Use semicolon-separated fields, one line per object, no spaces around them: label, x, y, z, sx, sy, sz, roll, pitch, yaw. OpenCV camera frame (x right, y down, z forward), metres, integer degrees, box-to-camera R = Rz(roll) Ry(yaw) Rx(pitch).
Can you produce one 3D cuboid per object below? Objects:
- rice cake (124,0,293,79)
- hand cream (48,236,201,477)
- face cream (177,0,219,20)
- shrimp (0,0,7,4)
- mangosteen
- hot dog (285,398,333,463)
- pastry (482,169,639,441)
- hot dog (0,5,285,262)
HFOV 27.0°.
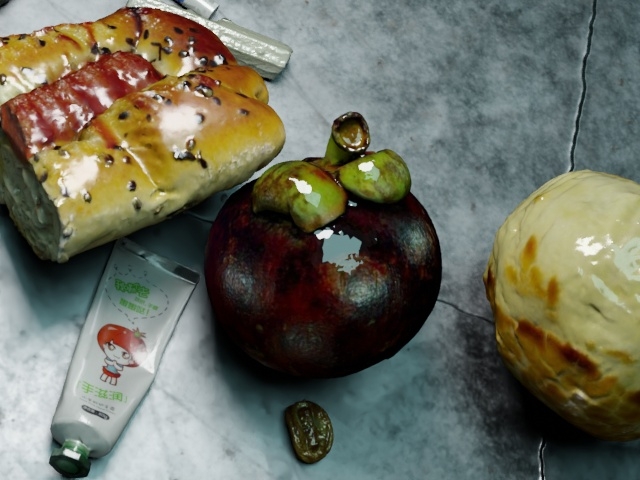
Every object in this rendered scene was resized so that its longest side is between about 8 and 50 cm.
rice cake;-0.163;-0.302;1.945;0.256;0.052;0.057;20;36;-11
hand cream;-0.258;0.144;1.685;0.121;0.076;0.336;27;52;-10
face cream;-0.210;-0.374;1.969;0.130;0.034;0.034;37;57;-3
shrimp;-0.502;-0.334;1.771;0.221;0.166;0.410;22;37;28
mangosteen;0.000;0.000;1.688;0.306;0.306;0.360;-21;116;-29
hot dog;-0.015;0.248;1.739;0.058;0.035;0.083;-10;69;-22
pastry;0.392;0.097;1.794;0.388;0.388;0.313;38;83;-1
hot dog;-0.243;-0.160;1.717;0.365;0.196;0.367;-17;49;-30
